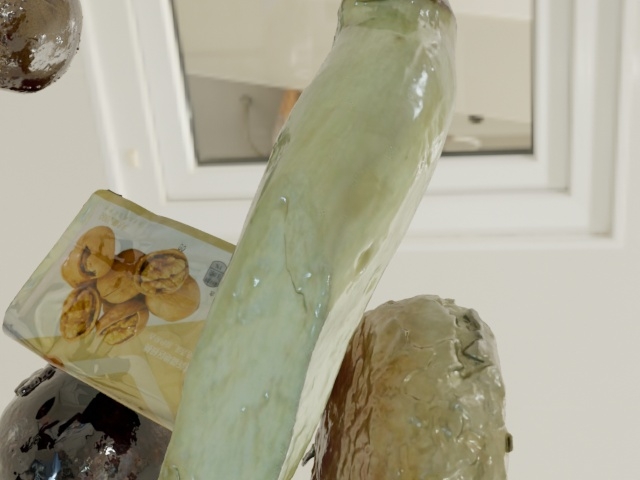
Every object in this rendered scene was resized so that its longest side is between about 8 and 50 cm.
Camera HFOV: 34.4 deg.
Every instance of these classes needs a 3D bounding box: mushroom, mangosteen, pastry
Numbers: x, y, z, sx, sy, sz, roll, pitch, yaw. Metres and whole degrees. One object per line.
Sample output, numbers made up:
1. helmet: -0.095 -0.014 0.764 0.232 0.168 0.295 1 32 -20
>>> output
1. mushroom: 0.000 -0.002 0.549 0.107 0.087 0.333 79 32 -60
2. mushroom: -0.246 -0.175 0.831 0.127 0.087 0.127 -52 159 -30
3. mangosteen: -0.304 0.300 1.460 0.297 0.296 0.313 -81 151 -46
4. pastry: 0.071 0.194 0.915 0.329 0.136 0.330 -173 -90 -82

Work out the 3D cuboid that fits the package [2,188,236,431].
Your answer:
1. package: -0.180 0.106 1.227 0.221 0.311 0.165 -59 149 -20
